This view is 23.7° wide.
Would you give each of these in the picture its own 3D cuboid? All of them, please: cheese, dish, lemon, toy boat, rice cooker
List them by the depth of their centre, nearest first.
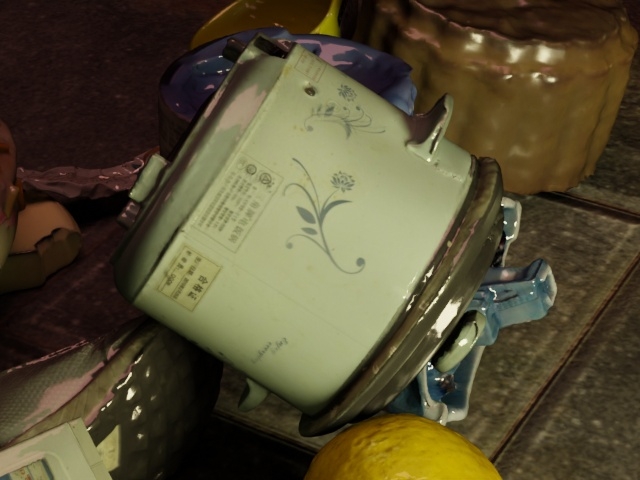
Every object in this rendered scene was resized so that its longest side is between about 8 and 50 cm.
[{"bbox_3d":[0.064,0.223,1.110,0.170,0.170,0.207,-9,39,-13],"label":"lemon"},{"bbox_3d":[0.000,0.000,1.203,0.316,0.317,0.264,2,15,4],"label":"rice cooker"},{"bbox_3d":[0.134,0.060,1.375,0.142,0.129,0.309,-3,36,26],"label":"toy boat"},{"bbox_3d":[-0.327,-0.035,1.598,0.127,0.050,0.255,-11,35,-14],"label":"cheese"},{"bbox_3d":[-0.041,-0.215,1.782,0.221,0.108,0.262,-23,28,20],"label":"dish"}]

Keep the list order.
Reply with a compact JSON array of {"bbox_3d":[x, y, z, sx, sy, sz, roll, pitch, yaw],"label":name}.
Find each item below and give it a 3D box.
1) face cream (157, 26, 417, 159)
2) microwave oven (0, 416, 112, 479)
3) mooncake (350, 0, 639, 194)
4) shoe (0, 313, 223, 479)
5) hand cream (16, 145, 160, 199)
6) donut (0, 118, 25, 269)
[{"bbox_3d":[-0.031,-0.060,1.463,0.249,0.225,0.249,-1,30,1],"label":"face cream"},{"bbox_3d":[-0.192,0.253,1.042,0.163,0.129,0.205,-21,72,-26],"label":"microwave oven"},{"bbox_3d":[0.188,-0.208,1.688,0.324,0.187,0.324,9,33,-6],"label":"mooncake"},{"bbox_3d":[-0.230,0.153,1.268,0.171,0.132,0.336,14,38,36],"label":"shoe"},{"bbox_3d":[-0.227,-0.075,1.631,0.257,0.050,0.084,-11,27,-32],"label":"hand cream"},{"bbox_3d":[-0.455,-0.007,1.438,0.382,0.142,0.383,-10,38,8],"label":"donut"}]
